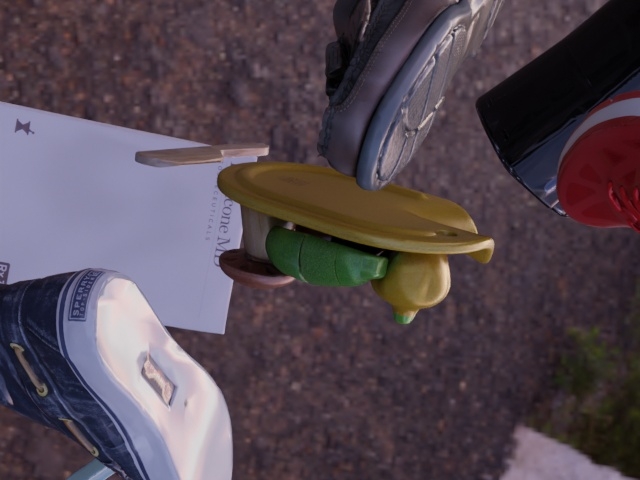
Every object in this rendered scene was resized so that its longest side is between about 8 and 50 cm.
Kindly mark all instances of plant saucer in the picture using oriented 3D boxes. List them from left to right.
[{"bbox_3d":[-0.210,0.221,1.356,0.018,0.067,0.192,49,36,7],"label":"plant saucer"}]

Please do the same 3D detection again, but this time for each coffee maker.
[{"bbox_3d":[0.216,-0.126,1.085,0.171,0.178,0.120,48,19,-16],"label":"coffee maker"}]

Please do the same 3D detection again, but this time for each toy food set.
[{"bbox_3d":[0.000,0.000,0.840,0.128,0.217,0.071,-15,119,-56],"label":"toy food set"}]

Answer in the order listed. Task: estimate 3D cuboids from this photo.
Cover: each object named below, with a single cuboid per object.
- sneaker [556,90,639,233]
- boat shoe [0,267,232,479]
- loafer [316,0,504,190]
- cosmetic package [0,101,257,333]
[{"bbox_3d":[0.191,-0.016,0.761,0.087,0.221,0.128,33,66,-13],"label":"sneaker"},{"bbox_3d":[-0.106,0.077,0.660,0.183,0.083,0.065,67,32,-44],"label":"boat shoe"},{"bbox_3d":[0.044,-0.120,0.774,0.267,0.084,0.096,-55,165,-49],"label":"loafer"},{"bbox_3d":[-0.284,-0.031,1.514,0.384,0.156,0.217,9,90,-16],"label":"cosmetic package"}]
